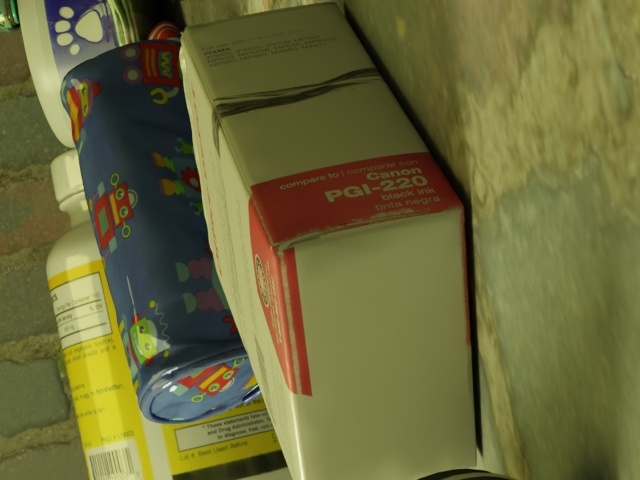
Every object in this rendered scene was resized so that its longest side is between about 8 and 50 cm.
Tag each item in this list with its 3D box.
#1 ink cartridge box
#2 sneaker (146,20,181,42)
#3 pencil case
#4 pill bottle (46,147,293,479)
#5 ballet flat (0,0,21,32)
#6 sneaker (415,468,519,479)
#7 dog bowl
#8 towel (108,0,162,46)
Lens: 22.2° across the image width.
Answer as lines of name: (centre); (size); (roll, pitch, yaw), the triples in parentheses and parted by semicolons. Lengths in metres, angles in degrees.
ink cartridge box: (0.000, 0.000, 0.805); (0.218, 0.092, 0.159); (-118, 18, -54)
sneaker: (-0.151, -0.167, 1.667); (0.067, 0.042, 0.118); (-116, 21, -48)
pencil case: (-0.112, -0.011, 1.268); (0.119, 0.133, 0.306); (-39, 57, 39)
pill bottle: (-0.132, 0.079, 1.422); (0.188, 0.187, 0.334); (135, 123, -79)
ballet flat: (-0.352, -0.262, 1.818); (0.188, 0.070, 0.070); (-61, -41, -83)
sneaker: (0.041, 0.189, 0.694); (0.127, 0.126, 0.321); (-120, 18, -46)
dog bowl: (-0.260, -0.243, 1.858); (0.265, 0.104, 0.265); (-9, -90, -86)
towel: (-0.178, -0.125, 1.756); (0.248, 0.038, 0.325); (-43, -59, -85)
